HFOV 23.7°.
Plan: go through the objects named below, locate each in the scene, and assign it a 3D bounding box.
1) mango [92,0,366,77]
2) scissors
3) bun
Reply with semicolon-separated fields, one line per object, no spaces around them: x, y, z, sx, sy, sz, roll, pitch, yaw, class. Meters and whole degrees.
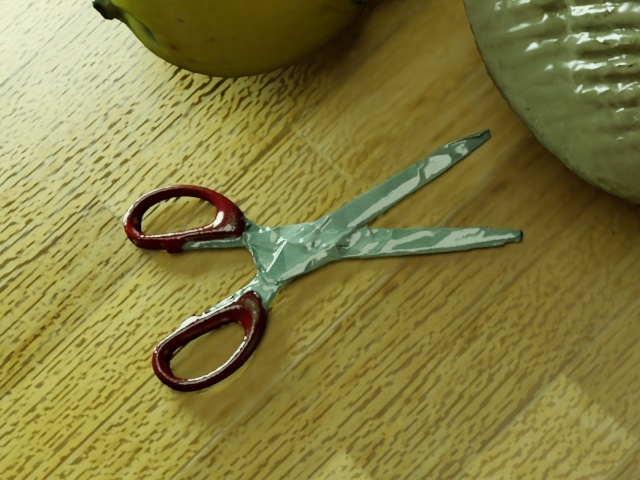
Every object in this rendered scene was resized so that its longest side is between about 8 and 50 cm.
-0.052;-0.280;1.016;0.253;0.182;0.365;0;68;16;mango
0.000;0.000;0.973;0.248;0.017;0.144;-18;64;6;scissors
0.229;-0.152;0.869;0.205;0.281;0.281;-9;54;-39;bun
